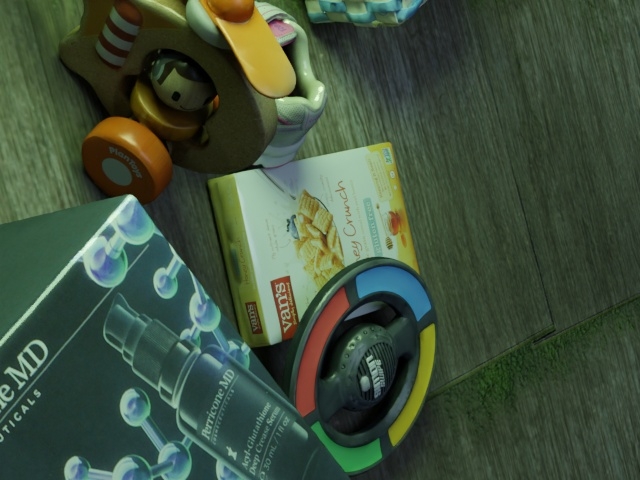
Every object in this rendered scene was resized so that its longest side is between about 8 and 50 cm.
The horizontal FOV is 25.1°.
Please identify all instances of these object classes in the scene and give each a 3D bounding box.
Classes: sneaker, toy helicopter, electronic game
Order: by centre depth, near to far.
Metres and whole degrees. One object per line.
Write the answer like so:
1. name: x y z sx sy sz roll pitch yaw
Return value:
1. toy helicopter: -0.155 -0.205 1.220 0.355 0.235 0.140 56 49 -23
2. sneaker: -0.074 -0.198 1.376 0.252 0.111 0.103 53 48 -6
3. electronic game: 0.044 0.129 1.455 0.229 0.048 0.229 -18 115 -44

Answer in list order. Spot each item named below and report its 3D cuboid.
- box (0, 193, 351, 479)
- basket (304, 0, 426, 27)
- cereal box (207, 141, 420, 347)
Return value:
1. box: -0.177 0.212 1.136 0.395 0.212 0.293 54 50 -23
2. basket: 0.058 -0.387 1.497 0.255 0.201 0.289 -42 122 -41
3. cereal box: 0.000 0.000 1.474 0.240 0.047 0.173 -16 95 -46
